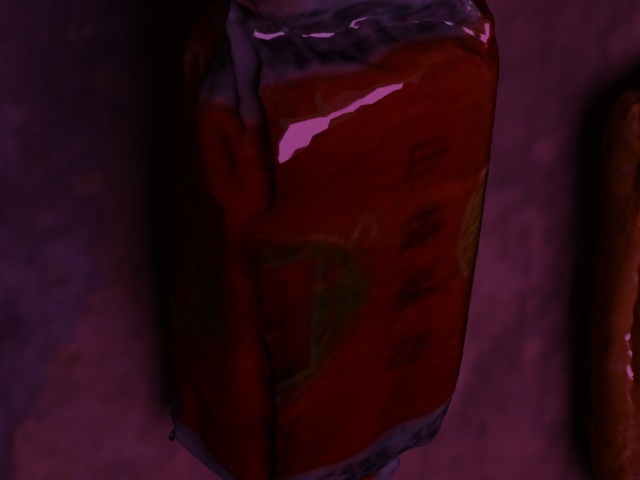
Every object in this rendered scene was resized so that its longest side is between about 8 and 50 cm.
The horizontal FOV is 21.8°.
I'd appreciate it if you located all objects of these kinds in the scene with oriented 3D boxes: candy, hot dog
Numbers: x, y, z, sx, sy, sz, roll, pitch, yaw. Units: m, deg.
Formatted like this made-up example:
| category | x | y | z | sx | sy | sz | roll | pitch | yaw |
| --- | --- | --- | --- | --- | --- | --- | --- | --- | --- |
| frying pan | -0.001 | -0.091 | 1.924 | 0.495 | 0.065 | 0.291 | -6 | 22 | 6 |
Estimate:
| category | x | y | z | sx | sy | sz | roll | pitch | yaw |
| --- | --- | --- | --- | --- | --- | --- | --- | --- | --- |
| candy | 0.000 | -0.001 | 0.433 | 0.086 | 0.059 | 0.292 | -25 | 144 | -21 |
| hot dog | 0.120 | 0.018 | 0.549 | 0.071 | 0.045 | 0.165 | -13 | 115 | -22 |
